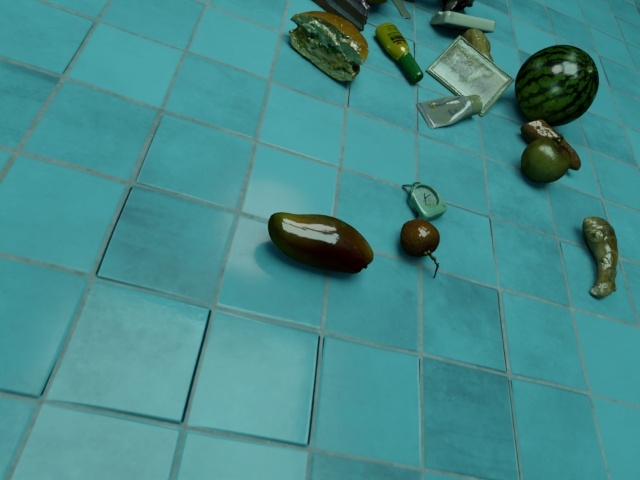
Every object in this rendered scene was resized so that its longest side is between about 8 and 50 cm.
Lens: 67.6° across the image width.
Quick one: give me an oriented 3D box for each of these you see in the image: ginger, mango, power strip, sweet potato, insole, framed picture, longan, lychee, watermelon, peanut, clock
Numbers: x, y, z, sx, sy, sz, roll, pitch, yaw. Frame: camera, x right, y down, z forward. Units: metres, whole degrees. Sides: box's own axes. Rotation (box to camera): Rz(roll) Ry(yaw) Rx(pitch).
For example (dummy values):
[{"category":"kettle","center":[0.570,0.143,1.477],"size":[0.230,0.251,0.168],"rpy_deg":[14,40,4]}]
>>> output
[{"category":"ginger","center":[0.879,0.045,1.498],"size":[0.131,0.086,0.295],"rpy_deg":[35,55,-27]},{"category":"mango","center":[0.000,0.000,1.140],"size":[0.267,0.111,0.133],"rpy_deg":[18,71,-13]},{"category":"power strip","center":[0.576,-0.874,1.926],"size":[0.270,0.046,0.118],"rpy_deg":[0,16,-22]},{"category":"sweet potato","center":[0.829,-0.342,1.705],"size":[0.251,0.097,0.097],"rpy_deg":[41,54,7]},{"category":"insole","center":[0.318,-0.961,1.935],"size":[0.064,0.004,0.189],"rpy_deg":[-7,63,-25]},{"category":"framed picture","center":[0.552,-0.609,1.756],"size":[0.274,0.017,0.217],"rpy_deg":[40,77,5]},{"category":"longan","center":[0.754,-0.273,1.588],"size":[0.154,0.176,0.145],"rpy_deg":[-6,46,-42]},{"category":"lychee","center":[0.270,0.004,1.256],"size":[0.140,0.114,0.101],"rpy_deg":[36,82,25]},{"category":"watermelon","center":[0.853,-0.558,1.736],"size":[0.284,0.285,0.286],"rpy_deg":[10,57,-16]},{"category":"peanut","center":[0.613,-0.733,1.858],"size":[0.108,0.095,0.226],"rpy_deg":[0,61,-9]},{"category":"clock","center":[0.297,-0.121,1.382],"size":[0.101,0.041,0.135],"rpy_deg":[-17,67,-29]}]

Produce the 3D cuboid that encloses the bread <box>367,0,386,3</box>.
[{"category":"bread","center":[0.140,-1.057,1.726],"size":[0.250,0.361,0.394],"rpy_deg":[-43,83,1]}]

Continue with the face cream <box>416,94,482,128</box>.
[{"category":"face cream","center":[0.447,-0.448,1.641],"size":[0.223,0.070,0.114],"rpy_deg":[-15,66,-19]}]

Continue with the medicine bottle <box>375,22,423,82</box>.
[{"category":"medicine bottle","center":[0.286,-0.669,1.704],"size":[0.094,0.064,0.261],"rpy_deg":[-15,67,-29]}]

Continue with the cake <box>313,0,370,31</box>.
[{"category":"cake","center":[0.058,-0.864,1.702],"size":[0.112,0.116,0.295],"rpy_deg":[-32,73,-30]}]

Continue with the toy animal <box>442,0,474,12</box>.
[{"category":"toy animal","center":[0.521,-1.046,1.950],"size":[0.344,0.302,0.195],"rpy_deg":[13,57,-44]}]

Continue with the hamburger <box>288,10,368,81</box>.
[{"category":"hamburger","center":[0.039,-0.648,1.539],"size":[0.282,0.144,0.157],"rpy_deg":[37,53,5]}]
